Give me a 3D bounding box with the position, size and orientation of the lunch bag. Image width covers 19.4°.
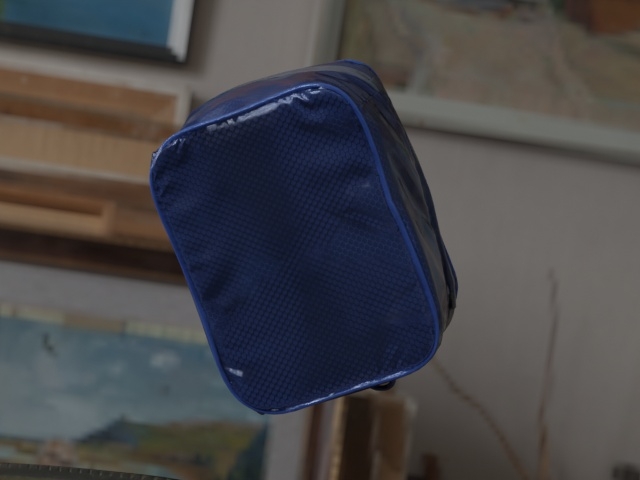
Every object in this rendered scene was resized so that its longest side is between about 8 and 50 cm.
[{"bbox_3d":[0.000,0.000,0.534,0.067,0.098,0.065,-16,11,14],"label":"lunch bag"}]

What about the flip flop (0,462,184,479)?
[{"bbox_3d":[-0.143,0.088,0.471,0.277,0.080,0.112,4,-5,2],"label":"flip flop"}]
